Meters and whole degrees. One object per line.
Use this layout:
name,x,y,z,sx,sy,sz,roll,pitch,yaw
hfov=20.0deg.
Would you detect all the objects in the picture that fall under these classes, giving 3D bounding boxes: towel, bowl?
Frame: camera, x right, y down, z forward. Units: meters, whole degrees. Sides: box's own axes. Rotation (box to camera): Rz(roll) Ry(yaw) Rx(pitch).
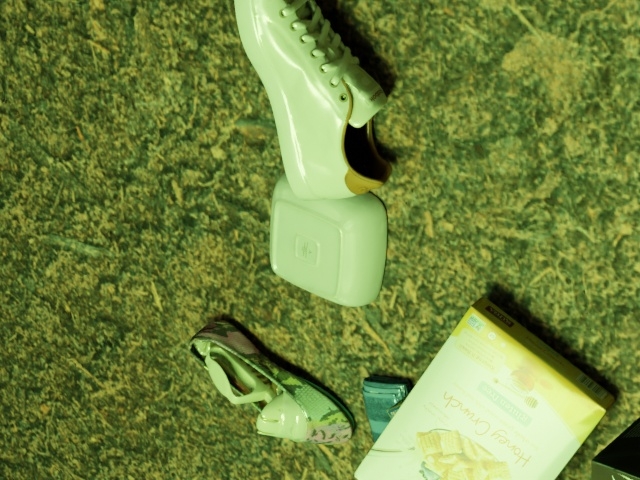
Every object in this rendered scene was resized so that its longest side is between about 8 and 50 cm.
towel,0.082,0.208,2.006,0.067,0.029,0.119,2,114,42
bowl,0.000,0.000,1.949,0.142,0.053,0.142,24,125,29

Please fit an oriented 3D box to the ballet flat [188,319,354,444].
ballet flat,-0.066,0.175,2.081,0.221,0.079,0.077,37,131,20

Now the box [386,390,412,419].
box,0.144,0.236,1.944,0.054,0.059,0.169,-25,95,45

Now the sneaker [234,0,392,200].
sneaker,0.005,-0.179,1.824,0.123,0.106,0.290,-2,119,32

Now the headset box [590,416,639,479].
headset box,0.344,0.294,1.687,0.110,0.218,0.293,18,124,34

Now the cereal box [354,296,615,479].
cereal box,0.165,0.202,1.859,0.173,0.047,0.240,37,114,11
